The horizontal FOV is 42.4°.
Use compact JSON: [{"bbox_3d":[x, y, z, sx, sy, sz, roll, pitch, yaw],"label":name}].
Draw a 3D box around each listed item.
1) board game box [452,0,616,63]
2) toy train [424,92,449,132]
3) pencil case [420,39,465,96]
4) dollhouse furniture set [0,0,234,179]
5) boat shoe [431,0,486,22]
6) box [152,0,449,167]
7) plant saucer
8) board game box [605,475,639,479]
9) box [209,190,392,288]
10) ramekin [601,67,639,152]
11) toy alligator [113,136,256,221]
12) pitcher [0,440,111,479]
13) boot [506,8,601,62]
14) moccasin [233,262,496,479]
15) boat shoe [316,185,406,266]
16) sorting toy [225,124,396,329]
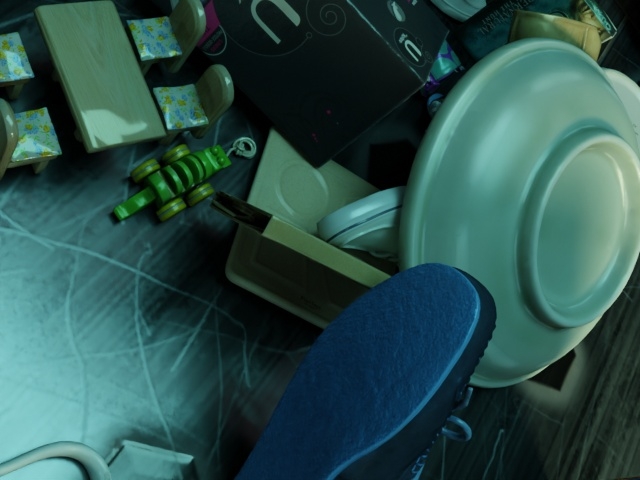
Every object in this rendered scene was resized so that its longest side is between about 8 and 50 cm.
[{"bbox_3d":[0.280,-0.278,1.096,0.126,0.186,0.026,48,53,-10],"label":"board game box"},{"bbox_3d":[0.216,-0.154,1.072,0.184,0.080,0.105,-14,86,-39],"label":"toy train"},{"bbox_3d":[0.116,-0.261,1.049,0.152,0.064,0.070,54,34,-5],"label":"pencil case"},{"bbox_3d":[-0.203,-0.202,0.719,0.212,0.161,0.242,-17,80,-35],"label":"dollhouse furniture set"},{"bbox_3d":[0.171,-0.375,1.135,0.184,0.063,0.066,42,53,-15],"label":"boat shoe"},{"bbox_3d":[-0.022,-0.241,0.859,0.270,0.165,0.143,43,38,-14],"label":"box"},{"bbox_3d":[0.259,-0.018,0.908,0.400,0.100,0.400,-11,107,-37],"label":"plant saucer"},{"bbox_3d":[0.288,0.391,0.697,0.356,0.356,0.356,8,67,-43],"label":"board game box"},{"bbox_3d":[0.008,0.015,0.755,0.201,0.164,0.021,28,89,-25],"label":"box"},{"bbox_3d":[0.397,-0.147,1.180,0.207,0.109,0.207,14,64,-32],"label":"ramekin"},{"bbox_3d":[-0.120,-0.071,0.808,0.189,0.051,0.056,-34,94,-40],"label":"toy alligator"},{"bbox_3d":[-0.239,0.208,0.579,0.207,0.125,0.178,30,35,-36],"label":"pitcher"},{"bbox_3d":[0.306,-0.132,1.031,0.236,0.089,0.269,1,106,-37],"label":"boot"},{"bbox_3d":[0.030,0.162,0.697,0.117,0.342,0.138,23,23,-42],"label":"moccasin"},{"bbox_3d":[0.095,-0.011,0.878,0.226,0.083,0.076,-13,76,-43],"label":"boat shoe"},{"bbox_3d":[0.000,0.000,0.882,0.193,0.038,0.208,30,53,-24],"label":"sorting toy"}]
